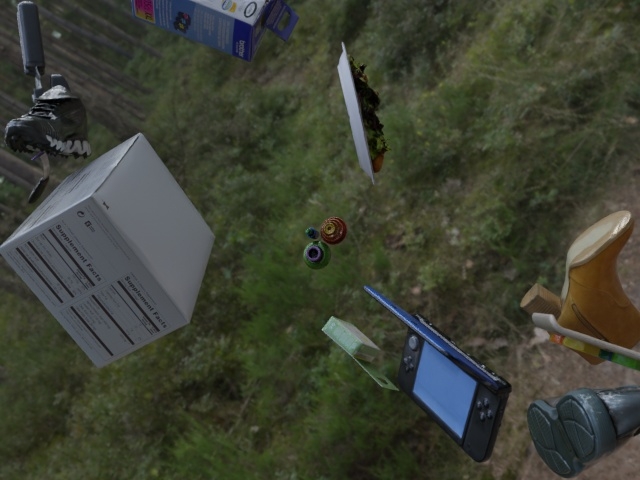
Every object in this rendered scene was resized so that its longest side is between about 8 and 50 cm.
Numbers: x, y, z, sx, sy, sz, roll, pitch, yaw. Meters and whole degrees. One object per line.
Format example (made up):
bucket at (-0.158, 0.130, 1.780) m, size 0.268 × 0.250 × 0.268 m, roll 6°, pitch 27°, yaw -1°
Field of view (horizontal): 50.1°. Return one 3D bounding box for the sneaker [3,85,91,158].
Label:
sneaker at (-0.398, -0.178, 1.004) m, size 0.234 × 0.078 × 0.106 m, roll -95°, pitch 8°, yaw -86°

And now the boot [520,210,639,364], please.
boot at (0.551, 0.099, 1.302) m, size 0.295 × 0.211 × 0.104 m, roll -54°, pitch 3°, yaw 34°

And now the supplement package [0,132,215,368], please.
supplement package at (-0.273, 0.004, 0.946) m, size 0.145 × 0.204 × 0.262 m, roll -28°, pitch 22°, yaw 12°

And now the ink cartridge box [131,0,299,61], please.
ink cartridge box at (-0.251, -0.642, 1.767) m, size 0.151 × 0.396 × 0.270 m, roll 107°, pitch -176°, yaw -64°

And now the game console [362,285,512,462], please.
game console at (0.194, 0.248, 1.293) m, size 0.293 × 0.173 × 0.250 m, roll 39°, pitch 124°, yaw 55°

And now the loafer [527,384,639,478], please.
loafer at (0.308, 0.215, 0.785) m, size 0.267 × 0.084 × 0.096 m, roll 79°, pitch 175°, yaw -71°

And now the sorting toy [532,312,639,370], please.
sorting toy at (0.457, 0.178, 1.127) m, size 0.193 × 0.208 × 0.038 m, roll 29°, pitch -96°, yaw -80°

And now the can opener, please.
can opener at (-0.658, -0.424, 1.634) m, size 0.076 × 0.095 × 0.283 m, roll -19°, pitch 79°, yaw 64°

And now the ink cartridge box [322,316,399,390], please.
ink cartridge box at (0.127, 0.313, 1.892) m, size 0.056 × 0.235 × 0.171 m, roll -52°, pitch -27°, yaw 2°

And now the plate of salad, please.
plate of salad at (0.062, -0.174, 0.937) m, size 0.048 × 0.199 × 0.200 m, roll -13°, pitch 20°, yaw 6°

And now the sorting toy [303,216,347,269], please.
sorting toy at (0.000, 0.000, 1.179) m, size 0.102 × 0.061 × 0.042 m, roll -54°, pitch -20°, yaw 4°

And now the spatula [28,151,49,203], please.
spatula at (-0.609, -0.153, 1.505) m, size 0.084 × 0.030 × 0.296 m, roll -51°, pitch 5°, yaw -41°
